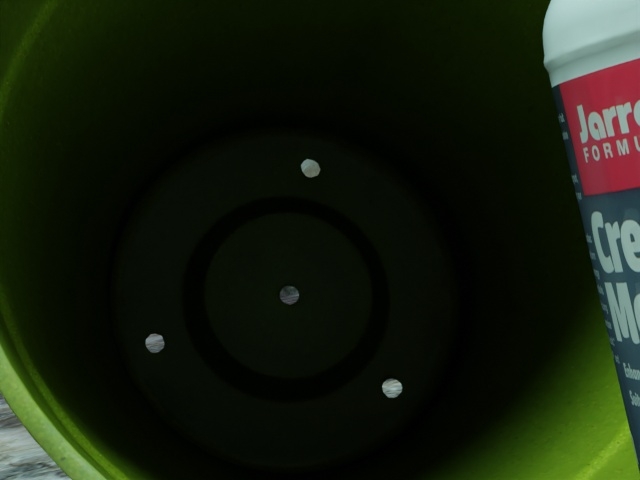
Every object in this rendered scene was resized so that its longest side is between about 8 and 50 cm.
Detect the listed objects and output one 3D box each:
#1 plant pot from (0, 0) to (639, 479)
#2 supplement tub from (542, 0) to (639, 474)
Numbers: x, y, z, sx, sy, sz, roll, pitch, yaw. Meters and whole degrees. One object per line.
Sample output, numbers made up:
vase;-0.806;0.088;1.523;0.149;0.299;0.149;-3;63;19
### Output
plant pot;0.000;0.000;0.773;0.367;0.366;0.353;-13;-10;-11
supplement tub;0.187;-0.021;0.510;0.191;0.272;0.191;-13;1;0
